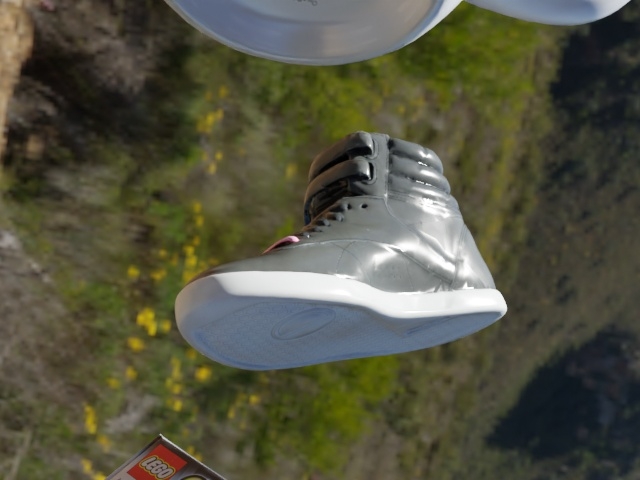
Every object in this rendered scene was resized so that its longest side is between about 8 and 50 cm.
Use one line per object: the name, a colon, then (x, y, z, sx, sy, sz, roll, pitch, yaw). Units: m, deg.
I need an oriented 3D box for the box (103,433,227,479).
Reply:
box: (-0.050, 0.177, 0.677, 0.114, 0.207, 0.036, -39, 132, -26)

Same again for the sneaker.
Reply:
sneaker: (0.000, 0.000, 0.991, 0.296, 0.105, 0.146, 1, 62, -47)

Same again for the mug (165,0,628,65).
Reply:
mug: (0.050, -0.262, 0.864, 0.276, 0.374, 0.328, -42, -148, 51)
